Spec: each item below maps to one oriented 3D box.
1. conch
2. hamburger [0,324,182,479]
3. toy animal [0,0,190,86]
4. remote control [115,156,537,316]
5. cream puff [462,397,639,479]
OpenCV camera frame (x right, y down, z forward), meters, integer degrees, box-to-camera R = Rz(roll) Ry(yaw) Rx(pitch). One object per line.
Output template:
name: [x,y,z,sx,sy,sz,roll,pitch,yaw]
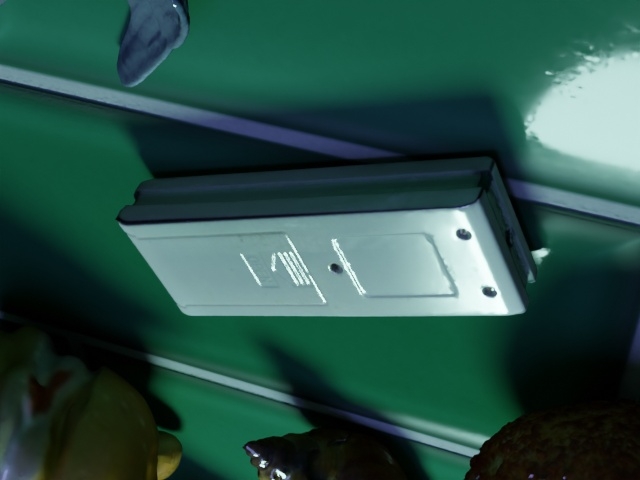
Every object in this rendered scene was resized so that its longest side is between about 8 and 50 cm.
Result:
conch: [0.029,0.210,0.980,0.232,0.080,0.086,12,162,-23]
hamburger: [-0.256,0.225,1.022,0.236,0.276,0.276,18,144,-8]
toy animal: [-0.148,-0.176,0.610,0.239,0.176,0.255,56,168,-30]
remote control: [0.000,0.000,0.752,0.277,0.056,0.103,-2,135,31]
cream puff: [0.214,0.210,0.793,0.240,0.164,0.240,13,125,19]
